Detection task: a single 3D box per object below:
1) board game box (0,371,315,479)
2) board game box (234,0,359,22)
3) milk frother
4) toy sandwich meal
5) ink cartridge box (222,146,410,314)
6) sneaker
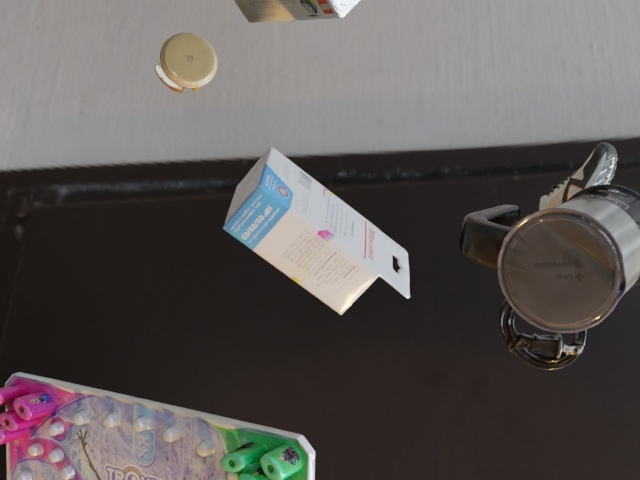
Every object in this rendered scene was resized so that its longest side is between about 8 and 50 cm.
[{"bbox_3d":[-0.192,0.357,0.949,0.390,0.389,0.050,6,-171,29],"label":"board game box"},{"bbox_3d":[0.053,-0.370,1.088,0.193,0.305,0.053,15,148,53],"label":"board game box"},{"bbox_3d":[0.172,0.039,0.668,0.129,0.143,0.135,-3,-172,32],"label":"milk frother"},{"bbox_3d":[-0.178,-0.235,1.234,0.086,0.085,0.029,12,165,-17],"label":"toy sandwich meal"},{"bbox_3d":[0.000,0.000,0.908,0.181,0.104,0.061,37,113,-13],"label":"ink cartridge box"},{"bbox_3d":[0.206,-0.037,0.767,0.040,0.044,0.109,-18,140,-49],"label":"sneaker"}]
